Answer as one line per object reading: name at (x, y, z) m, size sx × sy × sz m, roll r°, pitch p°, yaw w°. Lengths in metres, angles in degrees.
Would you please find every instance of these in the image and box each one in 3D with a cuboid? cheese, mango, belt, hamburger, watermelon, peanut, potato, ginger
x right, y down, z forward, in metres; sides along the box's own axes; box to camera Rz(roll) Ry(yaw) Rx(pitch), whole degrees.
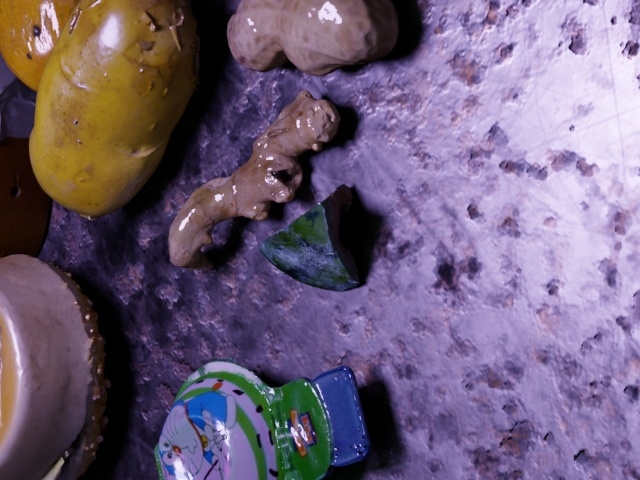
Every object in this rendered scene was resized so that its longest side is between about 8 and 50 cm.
cheese at (-0.070, 0.212, 1.560) m, size 0.320 × 0.083 × 0.204 m, roll -26°, pitch 72°, yaw 43°
mango at (-0.333, -0.299, 1.807) m, size 0.157 × 0.109 × 0.262 m, roll -31°, pitch 67°, yaw 45°
belt at (-0.446, -0.126, 1.913) m, size 0.217 × 0.122 × 0.338 m, roll -11°, pitch 82°, yaw 46°
hamburger at (-0.371, 0.162, 1.806) m, size 0.302 × 0.170 × 0.302 m, roll -4°, pitch 84°, yaw 42°
watermelon at (-0.008, 0.007, 1.530) m, size 0.155 × 0.080 × 0.101 m, roll -24°, pitch 108°, yaw 40°
peanut at (-0.017, -0.216, 1.507) m, size 0.228 × 0.086 × 0.104 m, roll 8°, pitch 107°, yaw 47°
potato at (-0.231, -0.167, 1.684) m, size 0.173 × 0.140 × 0.300 m, roll 45°, pitch 126°, yaw 27°
ginger at (-0.073, -0.052, 1.581) m, size 0.288 × 0.075 × 0.089 m, roll -45°, pitch 65°, yaw 31°
